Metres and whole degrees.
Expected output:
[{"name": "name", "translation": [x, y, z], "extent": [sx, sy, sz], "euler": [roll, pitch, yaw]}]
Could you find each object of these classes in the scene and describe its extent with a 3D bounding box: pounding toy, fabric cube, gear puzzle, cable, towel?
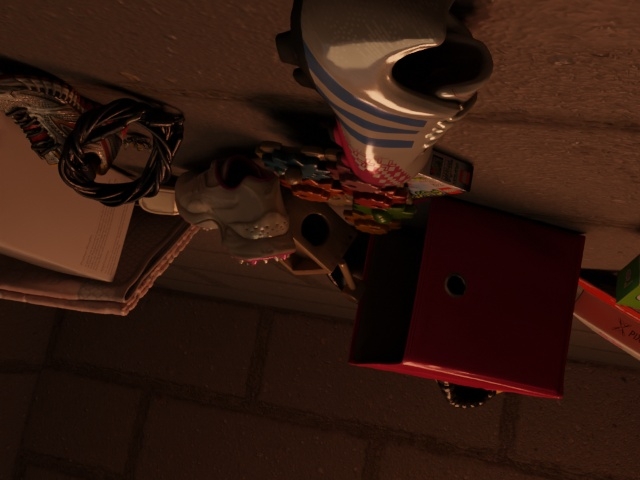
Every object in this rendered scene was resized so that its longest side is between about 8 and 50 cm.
[{"name": "pounding toy", "translation": [0.009, 0.003, 1.392], "extent": [0.206, 0.094, 0.181], "euler": [42, 158, -20]}, {"name": "fabric cube", "translation": [0.220, 0.096, 1.366], "extent": [0.258, 0.254, 0.259], "euler": [14, 169, -14]}, {"name": "gear puzzle", "translation": [0.034, -0.051, 1.140], "extent": [0.175, 0.044, 0.339], "euler": [8, 170, 15]}, {"name": "cable", "translation": [-0.260, -0.103, 1.123], "extent": [0.150, 0.047, 0.184], "euler": [-3, 144, -38]}, {"name": "towel", "translation": [-0.439, 0.016, 1.688], "extent": [0.317, 0.053, 0.332], "euler": [7, -147, 16]}]

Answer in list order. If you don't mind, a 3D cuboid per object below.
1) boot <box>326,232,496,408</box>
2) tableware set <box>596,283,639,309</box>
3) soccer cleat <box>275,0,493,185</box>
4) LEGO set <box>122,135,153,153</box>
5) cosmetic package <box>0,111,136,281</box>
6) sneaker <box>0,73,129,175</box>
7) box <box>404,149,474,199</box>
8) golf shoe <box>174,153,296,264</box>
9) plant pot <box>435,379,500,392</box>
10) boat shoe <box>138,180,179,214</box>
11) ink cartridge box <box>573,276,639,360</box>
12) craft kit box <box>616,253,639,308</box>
[{"name": "boot", "translation": [0.171, 0.143, 1.599], "extent": [0.348, 0.131, 0.260], "euler": [31, -160, -27]}, {"name": "tableware set", "translation": [0.602, 0.115, 1.711], "extent": [0.141, 0.020, 0.168], "euler": [11, 172, 7]}, {"name": "soccer cleat", "translation": [0.077, -0.117, 0.732], "extent": [0.143, 0.116, 0.331], "euler": [8, 169, 20]}, {"name": "LEGO set", "translation": [-0.271, -0.147, 1.257], "extent": [0.054, 0.023, 0.083], "euler": [2, 153, 34]}, {"name": "cosmetic package", "translation": [-0.471, -0.068, 1.410], "extent": [0.155, 0.197, 0.365], "euler": [9, 168, 26]}, {"name": "sneaker", "translation": [-0.339, -0.147, 1.114], "extent": [0.088, 0.093, 0.225], "euler": [4, 167, 38]}, {"name": "box", "translation": [0.086, -0.085, 1.133], "extent": [0.114, 0.036, 0.207], "euler": [17, 169, -30]}, {"name": "golf shoe", "translation": [-0.131, -0.073, 1.292], "extent": [0.115, 0.140, 0.306], "euler": [-15, -153, -30]}, {"name": "plant pot", "translation": [0.376, 0.192, 1.822], "extent": [0.239, 0.254, 0.254], "euler": [0, 176, -28]}, {"name": "boat shoe", "translation": [-0.213, -0.076, 1.527], "extent": [0.206, 0.075, 0.065], "euler": [9, -146, -17]}, {"name": "ink cartridge box", "translation": [0.571, 0.172, 1.580], "extent": [0.275, 0.060, 0.239], "euler": [37, -176, 43]}, {"name": "craft kit box", "translation": [0.550, 0.045, 1.134], "extent": [0.246, 0.061, 0.250], "euler": [14, 157, 1]}]
